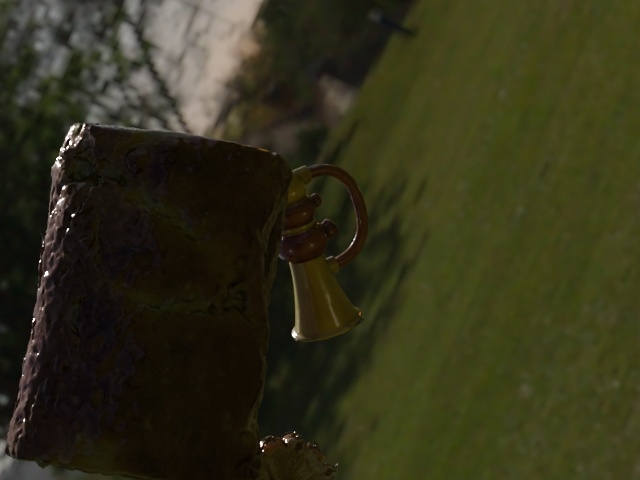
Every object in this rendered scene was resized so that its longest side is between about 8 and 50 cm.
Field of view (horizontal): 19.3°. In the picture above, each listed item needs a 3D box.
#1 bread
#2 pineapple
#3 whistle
[{"bbox_3d":[-0.079,0.034,0.935,0.103,0.132,0.172,165,114,-75],"label":"bread"},{"bbox_3d":[-0.018,0.135,1.104,0.019,0.083,0.045,30,90,54],"label":"pineapple"},{"bbox_3d":[0.001,0.003,1.145,0.046,0.057,0.109,-73,-27,-69],"label":"whistle"}]
